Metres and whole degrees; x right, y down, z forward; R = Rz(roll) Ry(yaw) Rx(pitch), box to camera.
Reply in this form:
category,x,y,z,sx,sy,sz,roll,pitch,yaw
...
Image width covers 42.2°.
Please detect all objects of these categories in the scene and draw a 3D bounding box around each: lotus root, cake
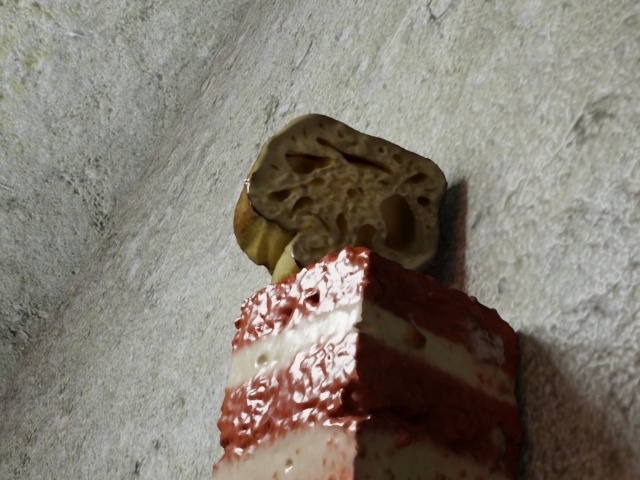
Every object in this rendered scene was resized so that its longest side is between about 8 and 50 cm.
category,x,y,z,sx,sy,sz,roll,pitch,yaw
lotus root,0.000,0.000,1.226,0.250,0.316,0.316,126,155,-49
cake,0.057,0.210,0.958,0.270,0.269,0.320,-30,44,44
